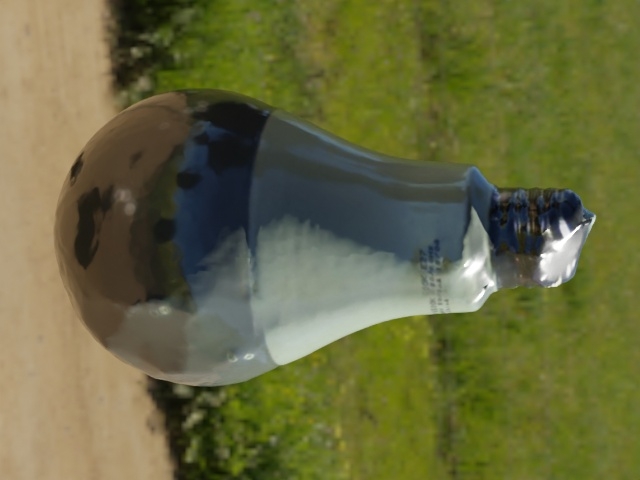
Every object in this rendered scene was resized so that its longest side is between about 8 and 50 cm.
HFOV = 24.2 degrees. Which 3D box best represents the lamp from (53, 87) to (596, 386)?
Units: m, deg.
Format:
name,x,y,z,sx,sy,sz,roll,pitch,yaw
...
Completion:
name,x,y,z,sx,sy,sz,roll,pitch,yaw
lamp,-0.007,0.015,0.914,0.182,0.314,0.182,15,90,-87
